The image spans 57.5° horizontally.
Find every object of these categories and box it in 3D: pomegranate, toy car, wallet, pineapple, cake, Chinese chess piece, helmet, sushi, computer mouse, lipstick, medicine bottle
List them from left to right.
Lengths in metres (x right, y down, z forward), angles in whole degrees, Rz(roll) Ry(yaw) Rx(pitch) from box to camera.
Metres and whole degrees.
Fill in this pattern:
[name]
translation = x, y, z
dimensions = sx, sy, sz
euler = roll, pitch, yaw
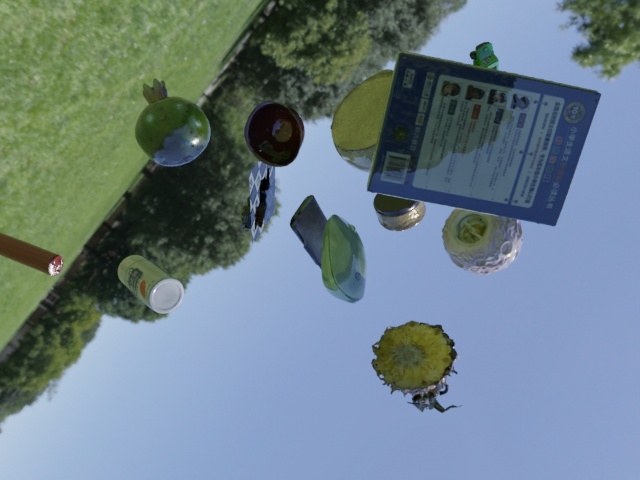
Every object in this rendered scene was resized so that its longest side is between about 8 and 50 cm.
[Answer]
[lipstick]
translation = -0.925, 0.036, 1.803
dimensions = 0.073, 0.280, 0.073
euler = 19, 90, -75
[medicine bottle]
translation = -0.617, 0.144, 2.079
dimensions = 0.341, 0.130, 0.130
euler = 23, -107, 49
[pomegranate]
translation = -0.383, -0.299, 1.469
dimensions = 0.187, 0.225, 0.187
euler = -26, 167, -6
[sushi]
translation = -0.224, -0.173, 2.034
dimensions = 0.294, 0.059, 0.292
euler = -65, 161, -57
[helmet]
translation = -0.099, -0.284, 1.463
dimensions = 0.106, 0.155, 0.175
euler = -54, 157, -48
[wallet]
translation = 0.000, 0.000, 2.211
dimensions = 0.045, 0.318, 0.172
euler = -7, -142, 39
[computer mouse]
translation = 0.082, 0.049, 1.729
dimensions = 0.097, 0.160, 0.288
euler = -24, -134, 38
[Chinese chess piece]
translation = 0.192, -0.381, 1.874
dimensions = 0.338, 0.141, 0.337
euler = -23, -129, 31
[cake]
translation = 0.307, -0.104, 2.190
dimensions = 0.185, 0.178, 0.207
euler = -28, -147, -2
[pineapple]
translation = 0.308, 0.415, 1.784
dimensions = 0.263, 0.271, 0.262
euler = -11, -135, 11
[toy car]
translation = 0.495, -0.506, 1.741
dimensions = 0.071, 0.165, 0.062
euler = -32, -140, -18

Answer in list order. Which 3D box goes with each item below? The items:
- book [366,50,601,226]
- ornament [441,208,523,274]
[book]
translation = 0.336, -0.206, 1.223
dimensions = 0.039, 0.429, 0.299
euler = -90, -168, -70
[ornament]
translation = 0.540, -0.013, 1.930
dimensions = 0.260, 0.225, 0.259
euler = -14, -113, 34
